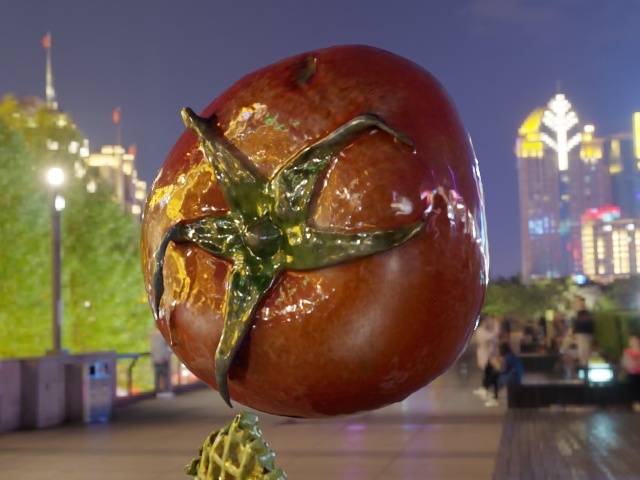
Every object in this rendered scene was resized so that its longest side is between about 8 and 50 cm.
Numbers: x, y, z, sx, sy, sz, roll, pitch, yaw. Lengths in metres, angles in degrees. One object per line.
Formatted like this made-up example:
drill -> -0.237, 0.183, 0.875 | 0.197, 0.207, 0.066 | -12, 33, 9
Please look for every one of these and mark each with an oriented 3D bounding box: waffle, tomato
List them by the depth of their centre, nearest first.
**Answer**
tomato -> 0.000, 0.000, 0.429 | 0.167, 0.167, 0.167 | -2, -5, 0
waffle -> -0.087, 0.305, 1.018 | 0.054, 0.208, 0.214 | 2, -35, -33
